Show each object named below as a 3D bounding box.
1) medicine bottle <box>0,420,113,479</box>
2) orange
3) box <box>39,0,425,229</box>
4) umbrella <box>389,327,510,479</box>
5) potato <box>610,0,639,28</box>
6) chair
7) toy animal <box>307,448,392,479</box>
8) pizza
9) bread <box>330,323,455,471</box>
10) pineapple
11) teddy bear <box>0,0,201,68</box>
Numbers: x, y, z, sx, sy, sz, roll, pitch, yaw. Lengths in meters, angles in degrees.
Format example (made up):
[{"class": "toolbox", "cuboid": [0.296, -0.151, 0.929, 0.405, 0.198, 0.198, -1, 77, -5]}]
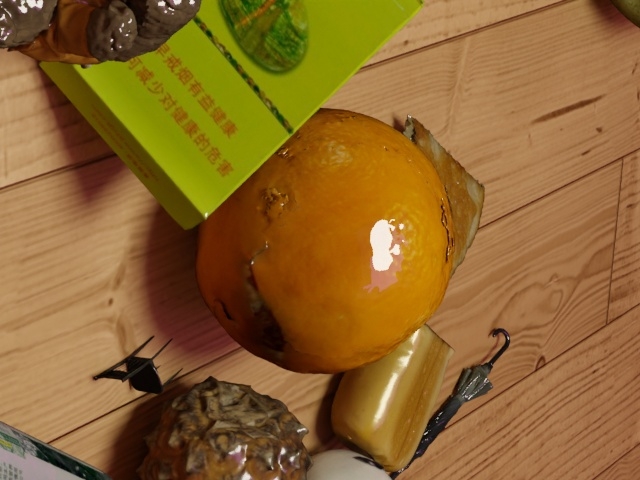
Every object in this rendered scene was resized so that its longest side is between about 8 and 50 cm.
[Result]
[{"class": "medicine bottle", "cuboid": [-0.279, 0.206, 1.336, 0.293, 0.141, 0.141, 40, 71, -55]}, {"class": "orange", "cuboid": [0.000, 0.000, 1.561, 0.246, 0.246, 0.246, -28, 126, -47]}, {"class": "box", "cuboid": [-0.065, -0.180, 1.472, 0.187, 0.047, 0.335, 49, 57, -8]}, {"class": "umbrella", "cuboid": [0.163, 0.208, 2.067, 0.044, 0.044, 0.269, 52, 59, -19]}, {"class": "potato", "cuboid": [0.482, -0.398, 2.101, 0.359, 0.219, 0.270, -45, 130, -39]}, {"class": "chair", "cuboid": [-0.164, 0.123, 1.559, 0.086, 0.037, 0.042, -35, 120, -48]}, {"class": "toy animal", "cuboid": [0.027, 0.305, 1.830, 0.166, 0.138, 0.179, -33, 121, -32]}, {"class": "pizza", "cuboid": [0.104, -0.032, 1.879, 0.181, 0.034, 0.262, -62, 145, -16]}, {"class": "bread", "cuboid": [0.072, 0.159, 1.872, 0.173, 0.085, 0.134, -66, 149, -13]}, {"class": "pineapple", "cuboid": [-0.110, 0.311, 1.635, 0.175, 0.175, 0.361, -21, 133, -50]}, {"class": "teddy bear", "cuboid": [-0.203, -0.193, 1.277, 0.190, 0.177, 0.140, 2, 137, -43]}]
